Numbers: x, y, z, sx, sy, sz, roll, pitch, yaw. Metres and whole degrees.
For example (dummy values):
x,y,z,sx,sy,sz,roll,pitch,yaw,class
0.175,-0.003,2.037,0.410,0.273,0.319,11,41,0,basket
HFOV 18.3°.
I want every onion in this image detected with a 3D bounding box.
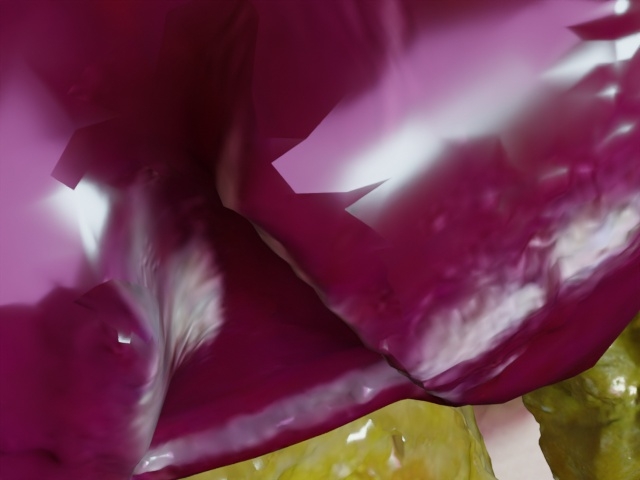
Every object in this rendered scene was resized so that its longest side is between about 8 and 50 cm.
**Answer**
x,y,z,sx,sy,sz,roll,pitch,yaw,class
-0.063,-0.151,0.367,0.398,0.398,0.420,-57,166,-8,onion

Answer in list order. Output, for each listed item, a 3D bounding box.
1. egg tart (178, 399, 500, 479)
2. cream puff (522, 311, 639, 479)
x,y,z,sx,sy,sz,roll,pitch,yaw,class
-0.055,0.155,0.584,0.295,0.116,0.294,-20,120,-39,egg tart
0.135,0.032,0.909,0.116,0.146,0.146,44,72,-8,cream puff
